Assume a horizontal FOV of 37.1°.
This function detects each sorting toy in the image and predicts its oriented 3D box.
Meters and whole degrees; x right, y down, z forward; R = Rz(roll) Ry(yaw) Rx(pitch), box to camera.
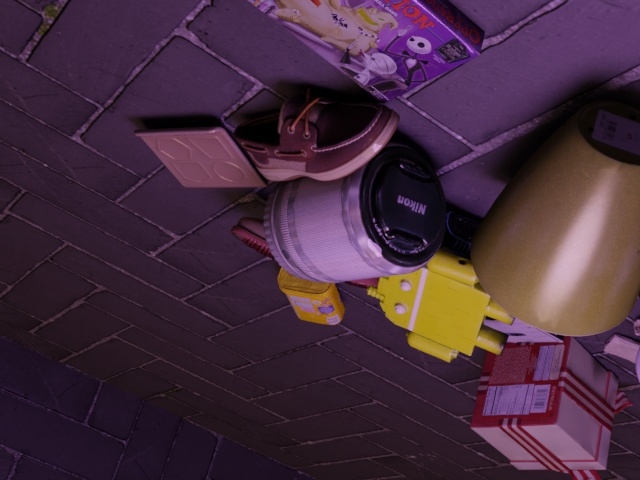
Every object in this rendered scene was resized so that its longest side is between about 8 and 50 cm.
[{"bbox_3d":[-0.221,-0.160,1.799,0.193,0.038,0.208,2,153,28],"label":"sorting toy"}]

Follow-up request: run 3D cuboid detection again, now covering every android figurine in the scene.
[{"bbox_3d":[0.213,0.112,1.715,0.272,0.056,0.248,22,136,12],"label":"android figurine"}]

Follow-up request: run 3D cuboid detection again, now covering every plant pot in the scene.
[{"bbox_3d":[0.395,-0.053,1.424,0.274,0.275,0.293,16,138,3],"label":"plant pot"}]

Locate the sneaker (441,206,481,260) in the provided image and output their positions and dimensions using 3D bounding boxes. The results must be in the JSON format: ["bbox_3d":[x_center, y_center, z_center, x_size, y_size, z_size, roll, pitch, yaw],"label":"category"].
[{"bbox_3d":[0.266,-0.013,1.739,0.090,0.081,0.232,-13,147,40],"label":"sneaker"}]

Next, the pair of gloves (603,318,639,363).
[{"bbox_3d":[0.711,0.219,1.939,0.204,0.042,0.240,19,152,-3],"label":"pair of gloves"}]

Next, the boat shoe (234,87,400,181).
[{"bbox_3d":[-0.021,-0.178,1.551,0.123,0.123,0.342,43,155,-29],"label":"boat shoe"}]

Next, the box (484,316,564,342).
[{"bbox_3d":[0.347,0.128,1.860,0.169,0.087,0.290,-4,161,36],"label":"box"}]

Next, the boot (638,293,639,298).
[{"bbox_3d":[0.656,0.058,1.639,0.165,0.077,0.213,13,153,6],"label":"boot"}]

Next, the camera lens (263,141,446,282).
[{"bbox_3d":[0.060,-0.041,1.634,0.219,0.219,0.274,35,152,-31],"label":"camera lens"}]

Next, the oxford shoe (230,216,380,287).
[{"bbox_3d":[0.000,0.000,1.871,0.348,0.130,0.123,18,174,-11],"label":"oxford shoe"}]

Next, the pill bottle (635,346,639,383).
[{"bbox_3d":[0.739,0.306,1.851,0.188,0.188,0.334,-1,146,32],"label":"pill bottle"}]

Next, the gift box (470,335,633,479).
[{"bbox_3d":[0.523,0.380,2.122,0.276,0.255,0.258,-6,143,44],"label":"gift box"}]

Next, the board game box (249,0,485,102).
[{"bbox_3d":[0.034,-0.331,1.317,0.347,0.056,0.208,33,145,-26],"label":"board game box"}]

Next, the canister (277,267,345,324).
[{"bbox_3d":[-0.017,0.122,2.156,0.126,0.073,0.170,8,153,17],"label":"canister"}]
